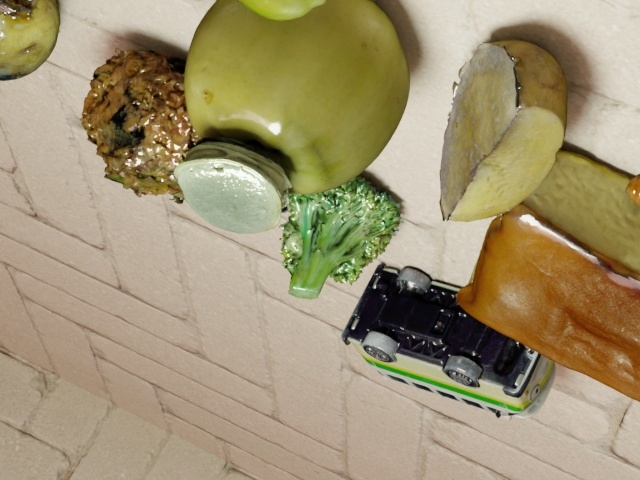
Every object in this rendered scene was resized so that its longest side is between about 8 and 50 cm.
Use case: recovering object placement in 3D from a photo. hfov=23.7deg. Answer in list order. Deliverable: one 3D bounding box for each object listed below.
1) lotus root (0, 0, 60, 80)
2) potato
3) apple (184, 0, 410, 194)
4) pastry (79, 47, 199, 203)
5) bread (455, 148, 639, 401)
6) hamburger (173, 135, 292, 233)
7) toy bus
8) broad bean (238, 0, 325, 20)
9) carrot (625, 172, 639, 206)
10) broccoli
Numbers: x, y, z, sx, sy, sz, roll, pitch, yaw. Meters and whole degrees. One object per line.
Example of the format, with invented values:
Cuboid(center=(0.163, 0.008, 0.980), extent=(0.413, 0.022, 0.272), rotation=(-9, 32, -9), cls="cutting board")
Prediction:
Cuboid(center=(-0.452, -0.296, 2.168), extent=(0.154, 0.154, 0.278), rotation=(34, 162, -9), cls="lotus root")
Cuboid(center=(0.208, -0.135, 1.726), extent=(0.098, 0.138, 0.243), rotation=(2, 147, -20), cls="potato")
Cuboid(center=(-0.025, -0.184, 1.774), extent=(0.262, 0.262, 0.262), rotation=(25, 156, 12), cls="apple")
Cuboid(center=(-0.214, -0.139, 2.130), extent=(0.274, 0.193, 0.275), rotation=(23, 155, 11), cls="pastry")
Cuboid(center=(0.353, 0.055, 1.913), extent=(0.323, 0.143, 0.333), rotation=(26, 156, 7), cls="bread")
Cuboid(center=(-0.097, -0.063, 1.722), extent=(0.133, 0.062, 0.140), rotation=(11, 148, 14), cls="hamburger")
Cuboid(center=(0.209, 0.164, 2.306), extent=(0.305, 0.143, 0.179), rotation=(15, 155, 31), cls="toy bus")
Cuboid(center=(-0.102, -0.343, 1.595), extent=(0.291, 0.119, 0.238), rotation=(41, -167, 8), cls="broad bean")
Cuboid(center=(0.455, -0.035, 1.741), extent=(0.216, 0.048, 0.048), rotation=(17, 154, 14), cls="carrot")
Cuboid(center=(0.000, 0.000, 2.160), extent=(0.194, 0.194, 0.219), rotation=(37, 150, -14), cls="broccoli")
